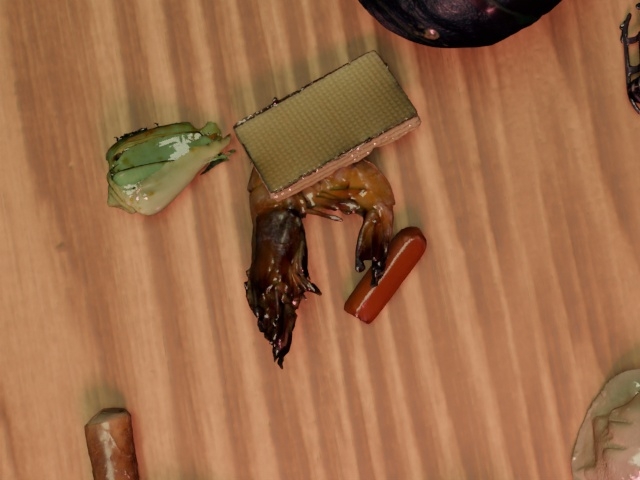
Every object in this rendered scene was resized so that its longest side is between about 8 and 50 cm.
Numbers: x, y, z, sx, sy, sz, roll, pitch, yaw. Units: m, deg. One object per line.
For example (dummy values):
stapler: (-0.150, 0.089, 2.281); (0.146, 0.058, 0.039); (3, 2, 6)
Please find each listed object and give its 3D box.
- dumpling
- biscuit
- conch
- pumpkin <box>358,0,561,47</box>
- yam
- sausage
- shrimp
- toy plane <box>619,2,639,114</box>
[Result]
dumpling: (0.358, 0.226, 1.614); (0.181, 0.111, 0.155); (-24, 52, -4)
biscuit: (0.006, -0.135, 1.678); (0.199, 0.041, 0.121); (-28, 60, -5)
conch: (-0.191, -0.099, 1.709); (0.170, 0.079, 0.106); (-34, 88, -14)
pumpkin: (0.184, -0.377, 1.550); (0.363, 0.363, 0.266); (-41, 100, 1)
yam: (-0.238, 0.347, 1.677); (0.066, 0.066, 0.300); (-5, 83, 5)
sausage: (0.079, 0.039, 1.680); (0.041, 0.039, 0.131); (37, 91, -18)
shrimp: (0.002, 0.003, 1.660); (0.178, 0.075, 0.289); (-5, 59, 11)
toy plane: (0.443, -0.167, 1.640); (0.155, 0.106, 0.382); (-1, 80, -6)
